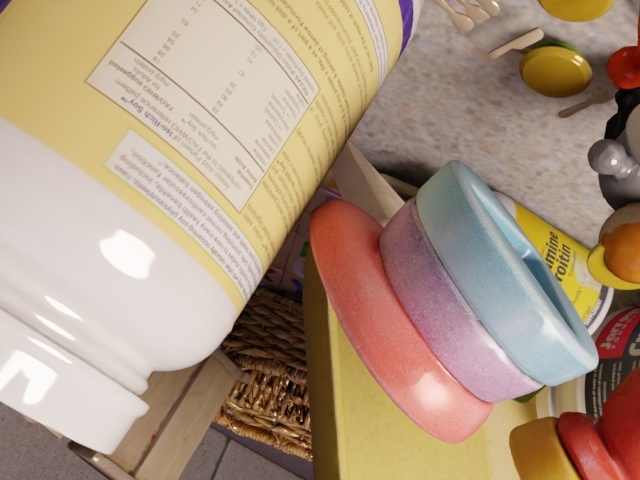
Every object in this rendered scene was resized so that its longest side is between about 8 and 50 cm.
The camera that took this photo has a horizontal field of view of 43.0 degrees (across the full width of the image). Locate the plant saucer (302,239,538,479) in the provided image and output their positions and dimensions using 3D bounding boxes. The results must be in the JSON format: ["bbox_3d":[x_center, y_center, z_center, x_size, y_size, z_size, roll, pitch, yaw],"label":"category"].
[{"bbox_3d":[0.099,0.169,0.742,0.081,0.333,0.332,-25,148,38],"label":"plant saucer"}]

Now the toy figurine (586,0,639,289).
[{"bbox_3d":[0.251,-0.047,0.423,0.212,0.148,0.210,10,155,11],"label":"toy figurine"}]

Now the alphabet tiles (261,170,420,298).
[{"bbox_3d":[0.000,0.000,0.912,0.285,0.011,0.342,24,153,1],"label":"alphabet tiles"}]

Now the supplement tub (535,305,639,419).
[{"bbox_3d":[0.348,0.145,0.728,0.191,0.191,0.272,31,156,-18],"label":"supplement tub"}]

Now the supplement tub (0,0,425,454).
[{"bbox_3d":[-0.112,-0.077,0.465,0.241,0.331,0.241,28,162,10],"label":"supplement tub"}]

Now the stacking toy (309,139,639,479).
[{"bbox_3d":[0.137,0.038,0.526,0.130,0.280,0.309,-37,119,17],"label":"stacking toy"}]

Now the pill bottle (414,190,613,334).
[{"bbox_3d":[0.166,0.019,0.740,0.184,0.103,0.103,30,157,-16],"label":"pill bottle"}]

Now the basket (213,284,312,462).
[{"bbox_3d":[-0.002,0.211,1.115,0.299,0.223,0.213,22,176,5],"label":"basket"}]

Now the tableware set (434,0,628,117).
[{"bbox_3d":[0.147,-0.142,0.512,0.154,0.024,0.104,35,152,-22],"label":"tableware set"}]

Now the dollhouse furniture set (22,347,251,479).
[{"bbox_3d":[-0.217,0.138,1.008,0.173,0.303,0.356,3,141,43],"label":"dollhouse furniture set"}]
